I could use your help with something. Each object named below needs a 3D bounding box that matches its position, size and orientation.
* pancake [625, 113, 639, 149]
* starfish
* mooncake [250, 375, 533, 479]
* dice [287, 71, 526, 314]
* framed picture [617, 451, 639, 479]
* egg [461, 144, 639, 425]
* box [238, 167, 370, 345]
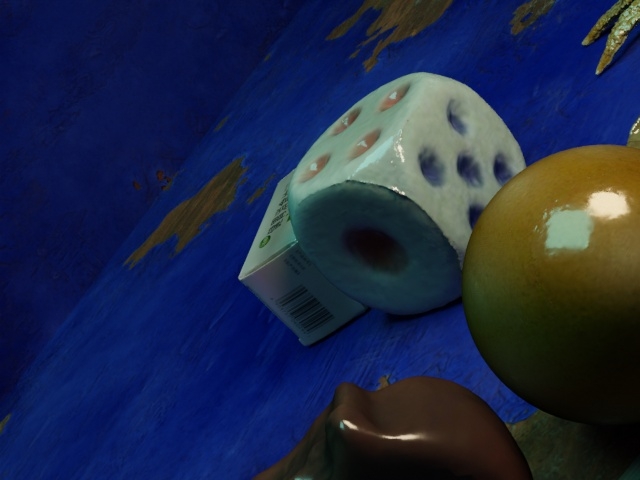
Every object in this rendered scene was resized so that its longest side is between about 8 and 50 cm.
[{"bbox_3d":[0.503,-0.139,1.590,0.241,0.050,0.242,-27,32,19],"label":"pancake"},{"bbox_3d":[0.568,-0.413,2.014,0.358,0.078,0.347,-47,22,-10],"label":"starfish"},{"bbox_3d":[0.039,0.290,1.211,0.174,0.333,0.326,-94,13,-68],"label":"mooncake"},{"bbox_3d":[0.131,-0.069,1.853,0.268,0.265,0.263,-24,26,46],"label":"dice"},{"bbox_3d":[0.320,0.262,1.142,0.265,0.018,0.192,-48,18,-12],"label":"framed picture"},{"bbox_3d":[0.283,0.044,1.243,0.282,0.282,0.351,-45,-7,-3],"label":"egg"},{"bbox_3d":[0.001,-0.001,2.114,0.145,0.173,0.333,-32,22,29],"label":"box"}]
